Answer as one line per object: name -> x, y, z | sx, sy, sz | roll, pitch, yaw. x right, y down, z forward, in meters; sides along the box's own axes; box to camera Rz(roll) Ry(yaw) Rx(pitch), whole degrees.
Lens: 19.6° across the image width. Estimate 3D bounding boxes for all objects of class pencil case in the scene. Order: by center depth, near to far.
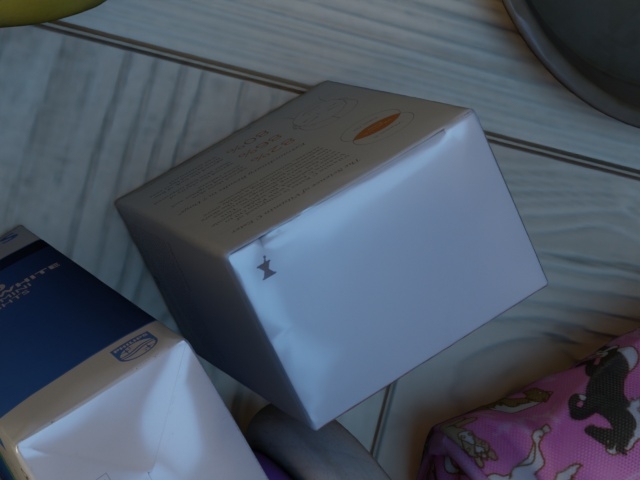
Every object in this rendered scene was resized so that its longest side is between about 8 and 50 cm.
pencil case -> 0.236, 0.113, 0.986 | 0.386, 0.167, 0.160 | -20, 141, -18

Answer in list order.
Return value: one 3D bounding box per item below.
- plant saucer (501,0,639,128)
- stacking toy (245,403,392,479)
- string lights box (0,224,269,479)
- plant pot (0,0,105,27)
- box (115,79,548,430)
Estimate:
plant saucer -> 0.200, -0.194, 0.979 | 0.278, 0.041, 0.278 | -4, 101, -23
stacking toy -> -0.104, 0.216, 0.856 | 0.330, 0.141, 0.141 | -33, 110, -19
string lights box -> -0.097, 0.086, 0.783 | 0.076, 0.259, 0.133 | -33, 110, -14
plant pot -> -0.132, -0.148, 0.812 | 0.095, 0.134, 0.134 | 20, 91, -51
box -> 0.000, 0.000, 0.857 | 0.130, 0.170, 0.091 | -30, 109, -14
